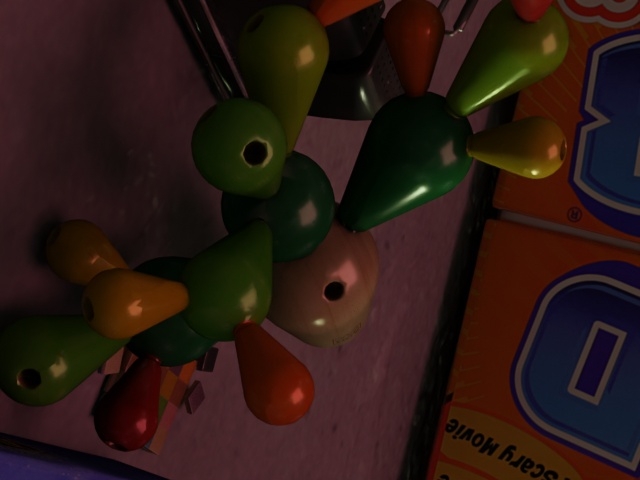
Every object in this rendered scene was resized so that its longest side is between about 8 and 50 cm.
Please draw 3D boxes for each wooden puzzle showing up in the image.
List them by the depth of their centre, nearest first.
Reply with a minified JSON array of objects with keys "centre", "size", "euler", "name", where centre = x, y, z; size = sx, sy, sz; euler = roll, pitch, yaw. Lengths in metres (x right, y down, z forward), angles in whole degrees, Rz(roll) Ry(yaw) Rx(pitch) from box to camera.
[{"centre":[-0.062,0.050,0.644],"size":[0.049,0.006,0.083],"euler":[-68,155,-15],"name":"wooden puzzle"}]

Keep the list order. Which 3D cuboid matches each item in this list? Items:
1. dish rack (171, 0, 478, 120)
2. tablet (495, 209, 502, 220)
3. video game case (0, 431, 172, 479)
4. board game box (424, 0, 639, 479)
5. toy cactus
[{"centre":[0.032,-0.192,0.622],"size":[0.271,0.074,0.208],"euler":[-62,154,-23],"name":"dish rack"},{"centre":[0.113,0.000,0.991],"size":[0.083,0.006,0.054],"euler":[3,101,-66],"name":"tablet"},{"centre":[-0.135,0.171,0.494],"size":[0.269,0.061,0.244],"euler":[32,74,-65],"name":"video game case"},{"centre":[0.312,0.034,0.998],"size":[0.356,0.356,0.356],"euler":[9,95,-67],"name":"board game box"},{"centre":[0.000,0.000,0.586],"size":[0.219,0.112,0.180],"euler":[-44,161,-8],"name":"toy cactus"}]
